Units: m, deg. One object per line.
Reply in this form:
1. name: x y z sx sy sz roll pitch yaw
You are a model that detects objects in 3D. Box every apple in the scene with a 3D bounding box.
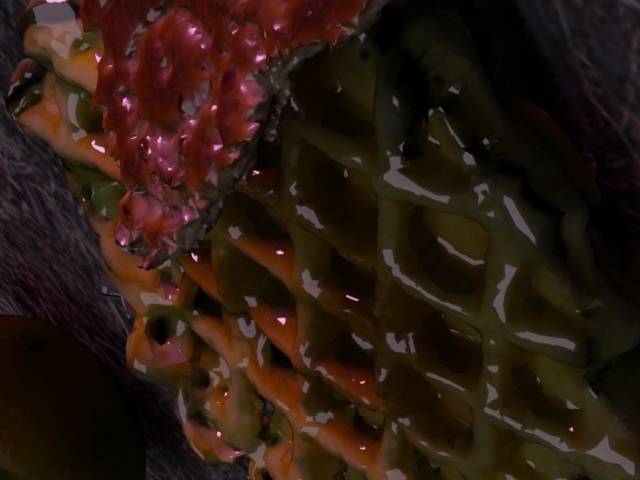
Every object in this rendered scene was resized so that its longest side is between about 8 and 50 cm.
1. apple: -0.211 0.143 1.201 0.196 0.196 0.157 61 -178 -28

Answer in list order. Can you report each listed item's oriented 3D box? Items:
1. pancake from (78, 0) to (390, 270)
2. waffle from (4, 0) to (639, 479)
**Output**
1. pancake: -0.036 -0.094 0.594 0.266 0.057 0.244 31 117 43
2. waffle: 0.000 0.000 0.736 0.297 0.073 0.317 -22 104 53
